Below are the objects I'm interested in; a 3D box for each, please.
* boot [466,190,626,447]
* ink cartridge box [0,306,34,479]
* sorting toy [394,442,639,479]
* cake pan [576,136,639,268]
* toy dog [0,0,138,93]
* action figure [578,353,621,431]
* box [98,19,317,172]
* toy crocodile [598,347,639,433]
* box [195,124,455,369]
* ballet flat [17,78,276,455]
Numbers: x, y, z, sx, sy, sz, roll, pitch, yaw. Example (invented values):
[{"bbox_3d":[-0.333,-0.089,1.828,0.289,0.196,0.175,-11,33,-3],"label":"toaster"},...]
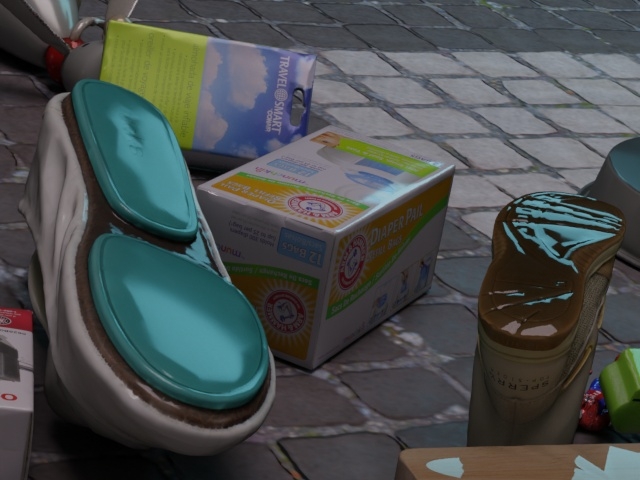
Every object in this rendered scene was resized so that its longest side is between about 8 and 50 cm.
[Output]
[{"bbox_3d":[0.132,0.074,1.176,0.077,0.165,0.213,10,27,13],"label":"boot"},{"bbox_3d":[-0.218,0.087,1.127,0.099,0.056,0.135,7,22,-12],"label":"ink cartridge box"},{"bbox_3d":[0.193,0.205,0.988,0.257,0.089,0.255,1,24,-22],"label":"sorting toy"},{"bbox_3d":[0.368,-0.021,1.669,0.293,0.054,0.293,10,22,-4],"label":"cake pan"},{"bbox_3d":[-0.245,-0.236,1.766,0.334,0.161,0.220,23,25,28],"label":"toy dog"},{"bbox_3d":[0.193,0.105,1.317,0.038,0.030,0.115,26,28,22],"label":"action figure"},{"bbox_3d":[-0.099,-0.116,1.616,0.178,0.109,0.042,9,-19,-6],"label":"box"},{"bbox_3d":[0.353,0.120,1.276,0.341,0.105,0.115,3,23,-7],"label":"toy crocodile"},{"bbox_3d":[0.000,0.000,1.379,0.114,0.103,0.203,20,24,23],"label":"box"},{"bbox_3d":[-0.122,0.040,1.194,0.139,0.139,0.400,4,29,-17],"label":"ballet flat"}]
